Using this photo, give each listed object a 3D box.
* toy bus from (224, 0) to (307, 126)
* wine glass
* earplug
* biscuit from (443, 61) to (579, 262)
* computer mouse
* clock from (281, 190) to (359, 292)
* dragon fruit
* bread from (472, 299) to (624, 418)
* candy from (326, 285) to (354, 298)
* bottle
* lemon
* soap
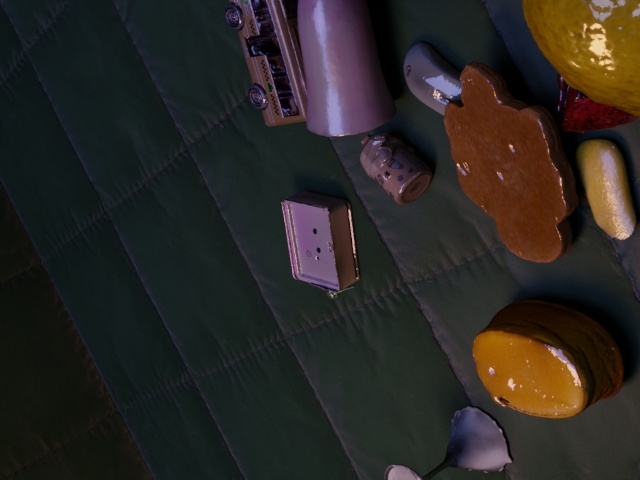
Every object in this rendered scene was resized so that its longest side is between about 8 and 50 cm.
[{"bbox_3d":[-0.067,-0.377,2.116,0.157,0.139,0.290,1,113,44],"label":"toy bus"},{"bbox_3d":[0.247,0.445,2.151,0.156,0.232,0.156,26,128,38],"label":"wine glass"},{"bbox_3d":[0.033,-0.360,1.962,0.172,0.172,0.301,17,128,43],"label":"earplug"},{"bbox_3d":[0.323,-0.132,1.847,0.269,0.051,0.376,11,129,56],"label":"biscuit"},{"bbox_3d":[0.206,-0.276,1.931,0.181,0.056,0.089,43,142,23],"label":"computer mouse"},{"bbox_3d":[0.000,0.000,2.308,0.147,0.071,0.192,14,121,44],"label":"clock"},{"bbox_3d":[0.434,-0.237,1.684,0.127,0.121,0.161,11,160,0],"label":"dragon fruit"},{"bbox_3d":[0.399,0.208,1.914,0.269,0.142,0.196,7,118,49],"label":"bread"},{"bbox_3d":[0.045,0.107,2.364,0.083,0.025,0.023,-23,121,43],"label":"candy"},{"bbox_3d":[0.132,-0.147,2.058,0.152,0.099,0.099,48,140,24],"label":"bottle"},{"bbox_3d":[0.433,-0.334,1.413,0.349,0.349,0.387,24,134,39],"label":"lemon"},{"bbox_3d":[0.463,-0.084,1.762,0.089,0.033,0.169,0,111,51],"label":"soap"}]
